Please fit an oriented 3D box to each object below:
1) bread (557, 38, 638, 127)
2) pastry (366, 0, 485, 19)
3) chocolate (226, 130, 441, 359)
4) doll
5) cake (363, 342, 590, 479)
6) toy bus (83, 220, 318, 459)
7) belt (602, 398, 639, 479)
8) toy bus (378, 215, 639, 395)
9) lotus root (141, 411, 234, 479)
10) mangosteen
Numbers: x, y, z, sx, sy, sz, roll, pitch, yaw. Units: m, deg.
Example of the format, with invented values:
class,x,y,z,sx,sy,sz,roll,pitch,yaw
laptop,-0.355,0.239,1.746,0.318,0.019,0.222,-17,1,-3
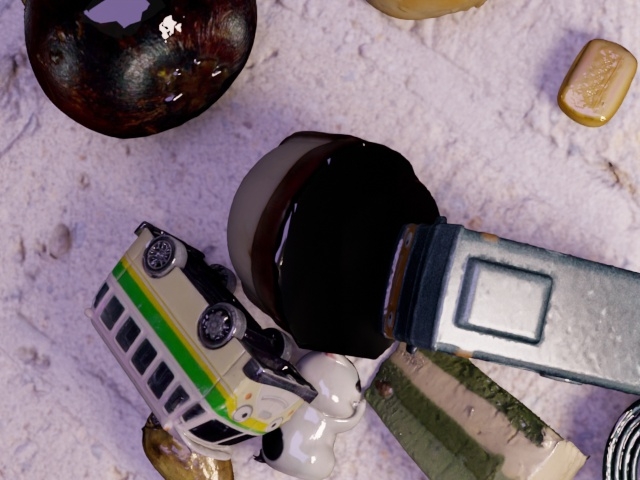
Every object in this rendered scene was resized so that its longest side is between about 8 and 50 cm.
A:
class,x,y,z,sx,sy,sz,roll,pitch,yaw
bread,0.360,-0.204,1.351,0.082,0.056,0.115,24,85,9
pastry,0.154,-0.450,1.352,0.316,0.184,0.284,-45,79,4
chocolate,0.000,0.000,1.313,0.186,0.283,0.284,11,86,49
doll,-0.006,0.227,1.356,0.107,0.110,0.181,28,86,-8
cake,0.180,0.234,1.289,0.283,0.172,0.158,42,91,14
toy bus,-0.163,0.137,1.328,0.179,0.143,0.305,-48,55,5
belt,0.454,0.311,1.251,0.206,0.116,0.268,-16,79,13
toy bus,0.251,0.084,1.229,0.323,0.194,0.162,14,88,-13
lotus root,-0.168,0.307,1.394,0.108,0.094,0.191,-30,87,27
mangosteen,-0.246,-0.296,1.366,0.330,0.330,0.330,-1,84,11
